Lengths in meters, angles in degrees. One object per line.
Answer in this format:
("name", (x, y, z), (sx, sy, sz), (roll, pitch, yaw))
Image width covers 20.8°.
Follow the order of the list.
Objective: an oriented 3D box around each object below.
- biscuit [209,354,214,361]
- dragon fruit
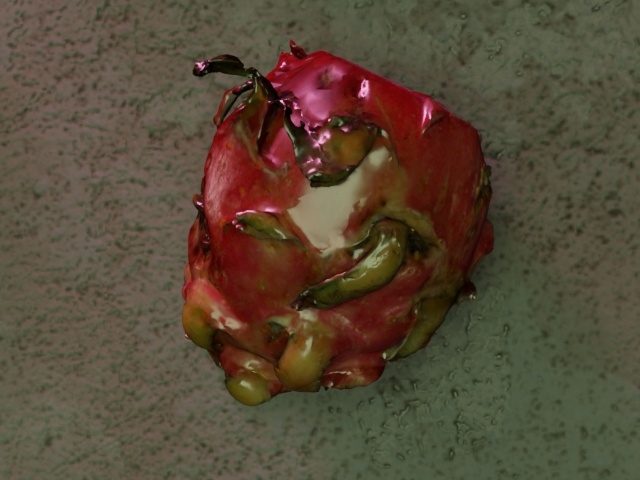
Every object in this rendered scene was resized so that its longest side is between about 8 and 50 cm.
("biscuit", (-0.060, 0.080, 1.555), (0.091, 0.015, 0.078), (-16, 90, 9))
("dragon fruit", (0.000, 0.000, 1.428), (0.250, 0.269, 0.291), (31, 93, 16))
